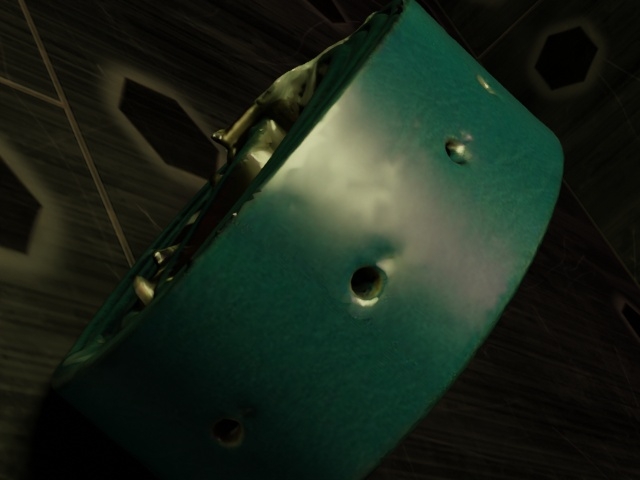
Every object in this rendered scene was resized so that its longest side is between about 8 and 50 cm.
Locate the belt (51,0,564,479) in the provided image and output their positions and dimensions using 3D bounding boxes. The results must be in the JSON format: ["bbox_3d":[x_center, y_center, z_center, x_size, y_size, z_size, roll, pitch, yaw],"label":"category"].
[{"bbox_3d":[0.000,0.001,0.789,0.173,0.300,0.436,43,21,-12],"label":"belt"}]
